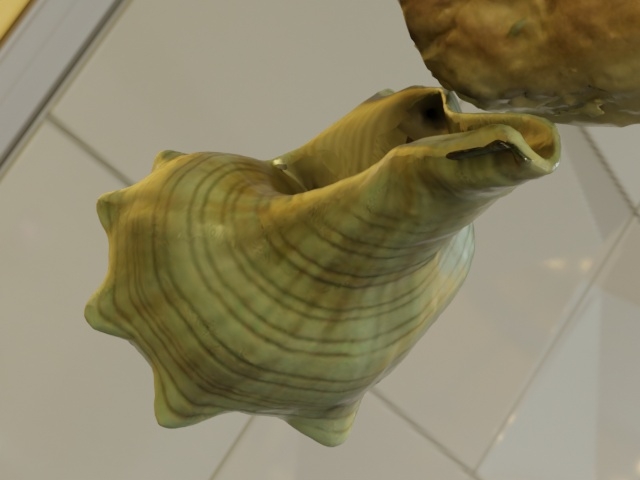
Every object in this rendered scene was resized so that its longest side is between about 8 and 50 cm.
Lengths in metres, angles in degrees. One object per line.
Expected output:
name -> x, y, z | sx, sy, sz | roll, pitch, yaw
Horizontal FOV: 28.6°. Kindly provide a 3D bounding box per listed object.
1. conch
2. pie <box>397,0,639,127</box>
conch -> 0.003, 0.007, 0.455 | 0.233, 0.137, 0.114 | -16, -63, 30
pie -> 0.085, -0.141, 0.365 | 0.185, 0.218, 0.052 | -11, 5, 37
